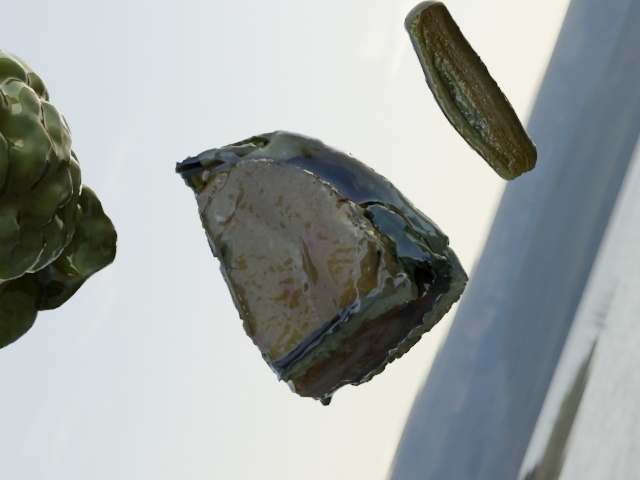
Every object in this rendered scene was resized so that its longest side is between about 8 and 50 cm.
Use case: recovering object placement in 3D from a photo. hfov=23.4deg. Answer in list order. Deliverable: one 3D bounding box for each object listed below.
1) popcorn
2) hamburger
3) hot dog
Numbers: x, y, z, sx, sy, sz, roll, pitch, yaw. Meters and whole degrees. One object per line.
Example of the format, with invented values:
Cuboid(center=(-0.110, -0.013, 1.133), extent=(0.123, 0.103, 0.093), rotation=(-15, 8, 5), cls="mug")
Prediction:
Cuboid(center=(-0.239, -0.019, 0.864), extent=(0.237, 0.251, 0.206), rotation=(-47, 34, 17), cls="popcorn")
Cuboid(center=(0.000, 0.000, 1.143), extent=(0.155, 0.207, 0.135), rotation=(-41, -30, 9), cls="hamburger")
Cuboid(center=(0.097, -0.099, 1.029), extent=(0.044, 0.137, 0.028), rotation=(-33, 20, 13), cls="hot dog")
